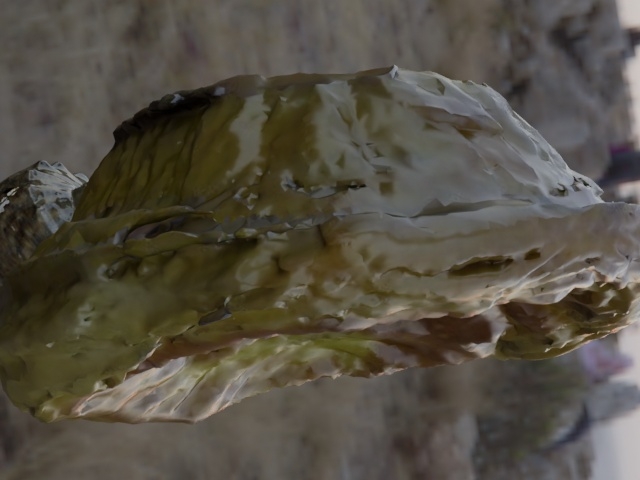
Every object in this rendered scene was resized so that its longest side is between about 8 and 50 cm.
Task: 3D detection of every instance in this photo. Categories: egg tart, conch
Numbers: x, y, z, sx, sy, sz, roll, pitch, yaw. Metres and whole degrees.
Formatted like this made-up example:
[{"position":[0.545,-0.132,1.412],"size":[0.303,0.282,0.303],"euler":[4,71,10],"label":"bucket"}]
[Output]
[{"position":[0.000,0.000,0.852],"size":[0.352,0.352,0.150],"euler":[49,32,-80],"label":"egg tart"},{"position":[-0.210,0.013,1.342],"size":[0.155,0.207,0.130],"euler":[20,45,-47],"label":"conch"}]
